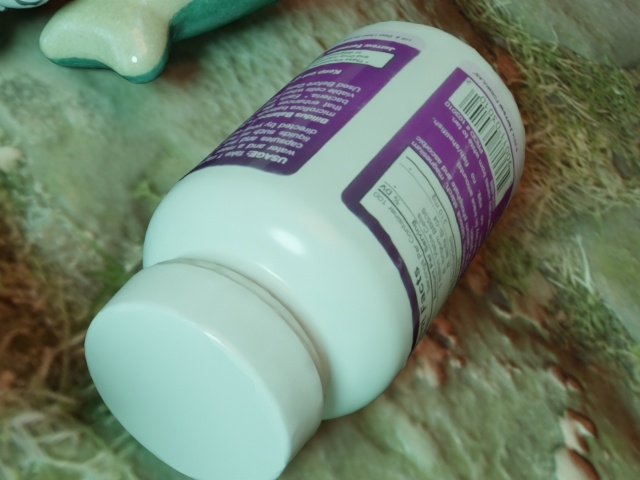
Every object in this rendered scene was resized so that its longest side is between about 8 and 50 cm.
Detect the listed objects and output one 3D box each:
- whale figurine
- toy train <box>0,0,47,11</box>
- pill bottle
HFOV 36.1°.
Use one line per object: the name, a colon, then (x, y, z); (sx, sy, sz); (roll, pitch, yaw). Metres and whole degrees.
whale figurine: (-0.090, -0.210, 0.744); (0.216, 0.141, 0.272); (16, 63, 27)
toy train: (-0.193, -0.305, 0.686); (0.142, 0.190, 0.334); (11, 44, -23)
pill bottle: (0.000, 0.000, 0.598); (0.169, 0.169, 0.301); (39, 47, 2)
